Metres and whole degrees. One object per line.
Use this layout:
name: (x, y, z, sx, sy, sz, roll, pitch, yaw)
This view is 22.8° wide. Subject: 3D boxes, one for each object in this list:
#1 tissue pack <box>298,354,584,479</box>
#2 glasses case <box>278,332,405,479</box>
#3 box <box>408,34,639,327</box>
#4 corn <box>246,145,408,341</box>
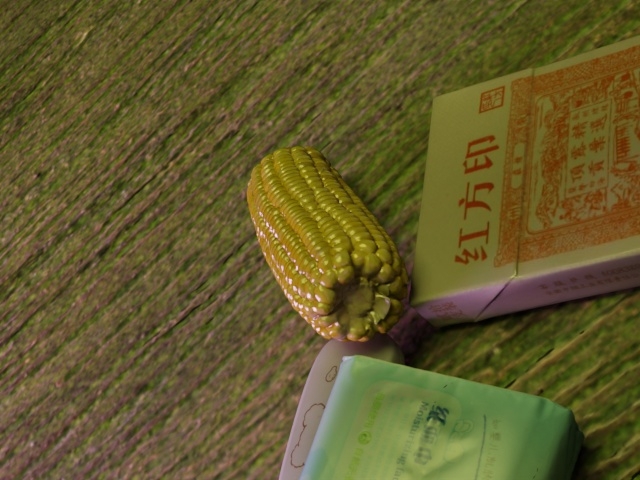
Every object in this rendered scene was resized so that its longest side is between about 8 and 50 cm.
tissue pack: (0.053, 0.216, 1.049, 0.177, 0.089, 0.263, 11, 67, 25)
glasses case: (0.014, 0.154, 1.185, 0.074, 0.049, 0.193, -6, 54, 36)
box: (0.237, -0.063, 1.157, 0.365, 0.051, 0.204, -15, 51, 33)
corn: (0.000, 0.000, 1.262, 0.093, 0.093, 0.244, -44, 26, 5)
